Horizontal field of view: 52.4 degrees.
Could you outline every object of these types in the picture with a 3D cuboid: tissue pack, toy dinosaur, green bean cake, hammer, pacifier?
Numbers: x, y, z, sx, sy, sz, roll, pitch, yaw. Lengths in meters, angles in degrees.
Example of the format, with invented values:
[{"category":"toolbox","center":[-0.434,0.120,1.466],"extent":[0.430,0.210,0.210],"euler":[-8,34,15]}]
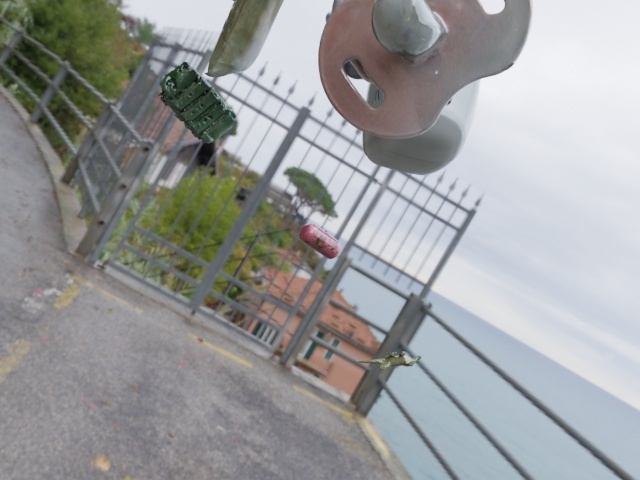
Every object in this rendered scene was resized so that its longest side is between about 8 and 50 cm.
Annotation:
[{"category":"tissue pack","center":[0.220,-0.325,1.389],"extent":[0.229,0.333,0.236],"euler":[14,-18,-7]},{"category":"toy dinosaur","center":[0.123,0.219,1.167],"extent":[0.119,0.029,0.060],"euler":[-9,-16,5]},{"category":"green bean cake","center":[-0.310,-0.334,1.525],"extent":[0.193,0.107,0.208],"euler":[46,-3,-37]},{"category":"hammer","center":[0.000,0.000,1.178],"extent":[0.083,0.043,0.043],"euler":[35,0,-21]},{"category":"pacifier","center":[0.142,-0.299,0.938],"extent":[0.220,0.332,0.273],"euler":[44,19,-31]}]

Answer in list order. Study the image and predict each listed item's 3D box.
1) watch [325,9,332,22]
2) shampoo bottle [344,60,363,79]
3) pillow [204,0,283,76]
[{"category":"watch","center":[0.127,-0.618,2.006],"extent":[0.211,0.193,0.211],"euler":[-18,90,-90]},{"category":"shampoo bottle","center":[0.148,-0.459,1.673],"extent":[0.049,0.087,0.233],"euler":[-1,11,-35]},{"category":"pillow","center":[-0.130,-0.456,1.296],"extent":[0.075,0.302,0.185],"euler":[34,25,3]}]
